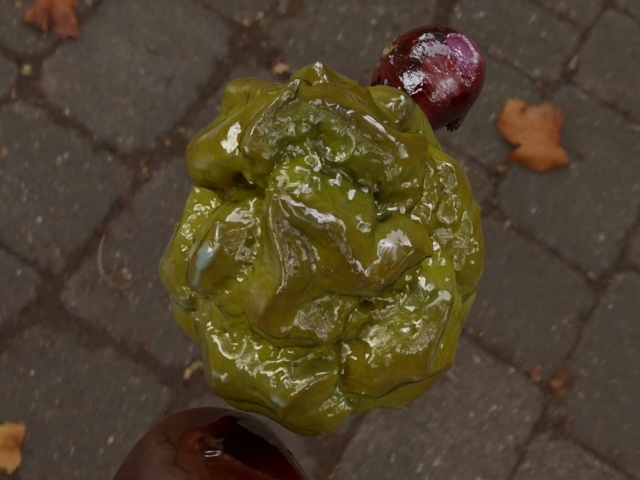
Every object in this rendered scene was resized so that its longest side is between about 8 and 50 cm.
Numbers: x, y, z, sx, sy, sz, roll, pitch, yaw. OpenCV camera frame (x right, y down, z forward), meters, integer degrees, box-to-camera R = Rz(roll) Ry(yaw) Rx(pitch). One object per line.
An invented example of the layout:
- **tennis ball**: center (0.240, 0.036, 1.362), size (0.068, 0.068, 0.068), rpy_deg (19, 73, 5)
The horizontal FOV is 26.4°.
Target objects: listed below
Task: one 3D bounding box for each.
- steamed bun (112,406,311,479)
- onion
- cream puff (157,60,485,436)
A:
- **steamed bun**: center (-0.078, 0.362, 1.276), size (0.248, 0.235, 0.379), rpy_deg (-30, 116, -8)
- **onion**: center (0.119, -0.176, 1.507), size (0.131, 0.131, 0.131), rpy_deg (8, 60, -14)
- **cream puff**: center (0.000, 0.002, 1.206), size (0.291, 0.257, 0.325), rpy_deg (18, 78, 6)
